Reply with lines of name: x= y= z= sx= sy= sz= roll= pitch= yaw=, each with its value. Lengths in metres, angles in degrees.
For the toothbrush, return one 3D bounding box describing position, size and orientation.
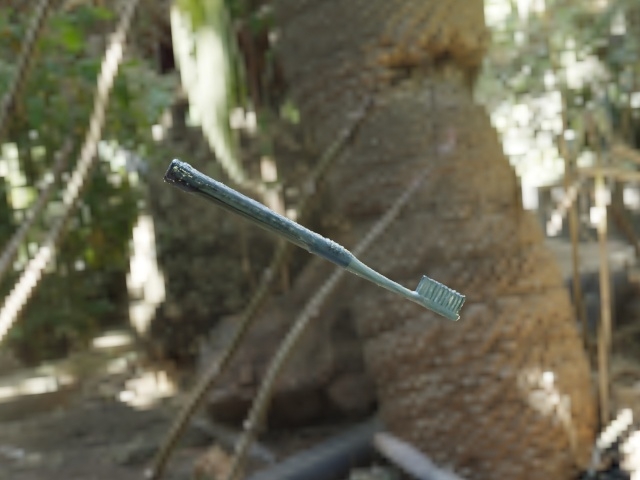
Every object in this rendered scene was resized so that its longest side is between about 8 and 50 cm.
toothbrush: x=0.000 y=0.000 z=1.126 sx=0.219 sy=0.019 sz=0.016 roll=26 pitch=1 yaw=-21
